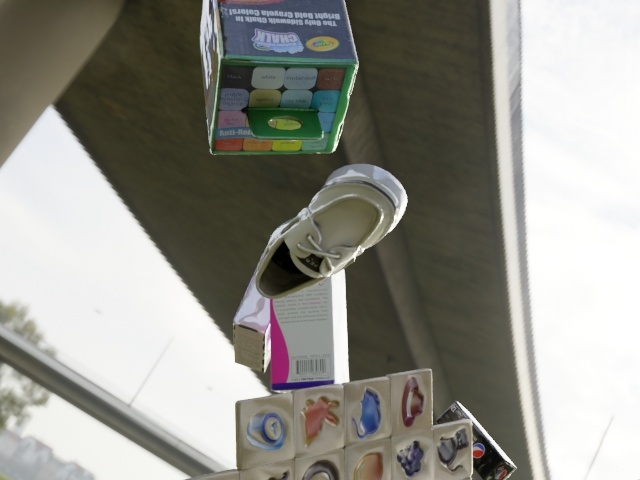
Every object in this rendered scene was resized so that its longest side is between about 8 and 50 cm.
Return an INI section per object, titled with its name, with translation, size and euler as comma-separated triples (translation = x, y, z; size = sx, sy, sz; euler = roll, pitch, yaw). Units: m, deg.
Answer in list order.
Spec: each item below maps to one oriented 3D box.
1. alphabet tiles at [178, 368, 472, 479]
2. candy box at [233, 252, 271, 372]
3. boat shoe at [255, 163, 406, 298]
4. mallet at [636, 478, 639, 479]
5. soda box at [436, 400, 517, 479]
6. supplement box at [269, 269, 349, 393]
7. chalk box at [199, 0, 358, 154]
[alphabet tiles]
translation = 0.020, 0.269, 0.869
size = 0.343, 0.285, 0.011
euler = -2, 1, -40
[candy box]
translation = -0.112, 0.146, 1.930
size = 0.070, 0.164, 0.196
euler = 18, -29, 7
[boat shoe]
translation = 0.000, 0.000, 1.123
size = 0.096, 0.088, 0.267
euler = 40, -35, -16
[mallet]
translation = 0.341, 0.298, 0.872
size = 0.189, 0.039, 0.062
euler = 55, 4, -9
[soda box]
translation = 0.292, 0.384, 1.835
size = 0.053, 0.060, 0.169
euler = 39, 7, -42
[supplement box]
translation = -0.019, 0.147, 1.654
size = 0.111, 0.219, 0.114
euler = -5, -14, 14
[chalk box]
translation = -0.061, -0.229, 1.304
size = 0.180, 0.288, 0.179
euler = 0, -36, -12
